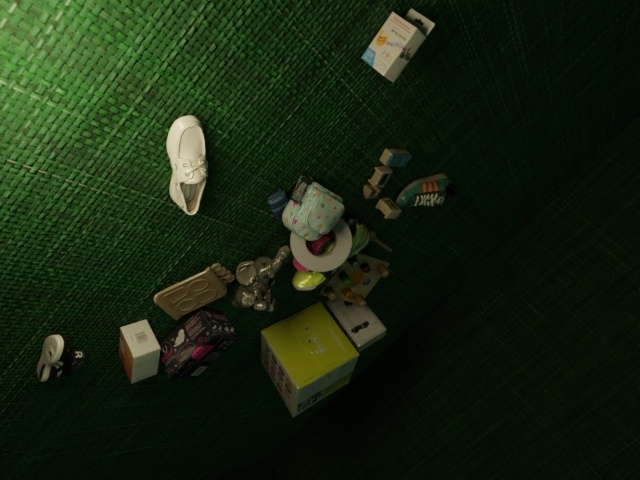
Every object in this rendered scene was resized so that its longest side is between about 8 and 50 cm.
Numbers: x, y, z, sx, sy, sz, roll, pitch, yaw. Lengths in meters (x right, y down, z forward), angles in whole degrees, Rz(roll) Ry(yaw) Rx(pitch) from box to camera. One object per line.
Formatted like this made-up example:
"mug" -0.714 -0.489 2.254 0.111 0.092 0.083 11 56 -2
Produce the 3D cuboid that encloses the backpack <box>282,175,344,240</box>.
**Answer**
"backpack" -0.027 -0.092 1.543 0.166 0.144 0.188 27 102 -43

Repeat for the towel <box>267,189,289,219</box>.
"towel" -0.134 -0.115 1.550 0.067 0.029 0.119 -34 150 -8

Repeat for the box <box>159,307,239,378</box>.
"box" -0.463 0.387 1.762 0.247 0.142 0.163 -43 152 9

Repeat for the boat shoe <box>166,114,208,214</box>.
"boat shoe" -0.323 -0.180 1.180 0.098 0.096 0.276 -20 145 -30

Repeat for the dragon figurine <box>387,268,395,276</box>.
"dragon figurine" 0.231 0.173 2.292 0.289 0.085 0.144 8 129 -47

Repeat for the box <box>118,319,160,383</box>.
"box" -0.616 0.378 1.588 0.091 0.130 0.170 -15 142 -37

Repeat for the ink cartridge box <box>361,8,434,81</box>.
"ink cartridge box" 0.209 -0.540 1.269 0.062 0.104 0.181 7 126 -53

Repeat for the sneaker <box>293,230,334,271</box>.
"sneaker" -0.024 -0.008 1.763 0.252 0.103 0.111 -57 -172 4

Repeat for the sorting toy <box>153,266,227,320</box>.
"sorting toy" -0.439 0.179 1.595 0.208 0.038 0.193 -30 150 -8

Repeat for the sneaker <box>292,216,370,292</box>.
"sneaker" 0.028 0.045 1.864 0.385 0.145 0.147 -44 145 -13

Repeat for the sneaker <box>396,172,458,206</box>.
"sneaker" 0.468 -0.199 2.012 0.302 0.121 0.108 -23 146 -26

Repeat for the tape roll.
"tape roll" 0.000 0.000 1.672 0.219 0.219 0.072 -38 -172 -2

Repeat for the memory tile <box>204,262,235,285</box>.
"memory tile" -0.372 0.136 1.648 0.113 0.012 0.148 -38 150 -2

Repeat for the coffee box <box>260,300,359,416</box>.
"coffee box" -0.065 0.565 2.250 0.339 0.337 0.334 -23 147 -25

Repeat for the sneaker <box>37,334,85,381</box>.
"sneaker" -0.777 0.344 1.428 0.121 0.079 0.217 -6 145 -49

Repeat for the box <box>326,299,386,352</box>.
"box" 0.174 0.392 2.327 0.169 0.290 0.087 -30 149 -17

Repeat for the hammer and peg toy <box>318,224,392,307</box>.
"hammer and peg toy" 0.184 0.124 2.062 0.266 0.127 0.361 20 113 -36

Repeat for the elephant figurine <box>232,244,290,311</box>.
"elephant figurine" -0.217 0.131 1.691 0.186 0.239 0.169 9 172 -3

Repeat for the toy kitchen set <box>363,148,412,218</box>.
"toy kitchen set" 0.283 -0.210 1.744 0.122 0.166 0.207 -9 139 -42
